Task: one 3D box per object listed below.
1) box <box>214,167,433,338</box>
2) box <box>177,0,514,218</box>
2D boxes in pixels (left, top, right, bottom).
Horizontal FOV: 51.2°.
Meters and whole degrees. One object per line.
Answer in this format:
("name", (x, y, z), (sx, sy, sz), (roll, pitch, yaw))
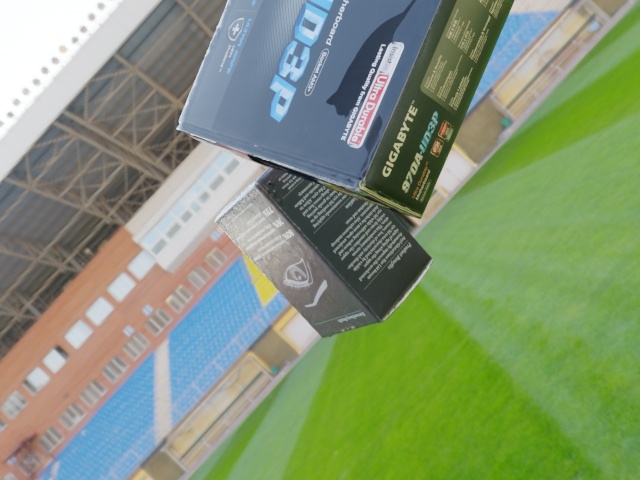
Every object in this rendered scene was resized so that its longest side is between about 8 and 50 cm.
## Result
("box", (0.000, 0.000, 0.781), (0.108, 0.207, 0.153), (-46, 9, -29))
("box", (0.021, -0.139, 0.368), (0.051, 0.175, 0.220), (22, -88, -44))
